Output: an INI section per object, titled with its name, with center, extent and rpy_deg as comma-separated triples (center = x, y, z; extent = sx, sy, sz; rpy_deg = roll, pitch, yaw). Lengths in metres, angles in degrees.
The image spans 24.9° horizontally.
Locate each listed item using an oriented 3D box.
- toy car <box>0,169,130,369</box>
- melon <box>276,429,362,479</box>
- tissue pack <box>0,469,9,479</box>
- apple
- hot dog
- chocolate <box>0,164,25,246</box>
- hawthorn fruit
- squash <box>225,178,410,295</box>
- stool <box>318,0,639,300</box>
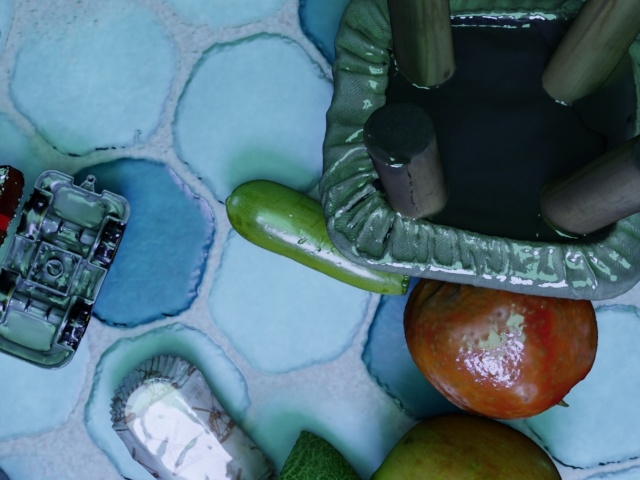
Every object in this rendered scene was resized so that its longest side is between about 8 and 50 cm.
[toy car]
center = -0.256, 0.028, 1.409
extent = 0.097, 0.100, 0.191
rpy_deg = 22, 80, -4
[melon]
center = -0.020, 0.344, 1.421
extent = 0.129, 0.169, 0.265
rpy_deg = 22, 102, 10
[tissue pack]
center = -0.301, 0.406, 1.326
extent = 0.124, 0.394, 0.288
rpy_deg = -30, 99, 5
[apple]
center = 0.137, 0.259, 1.407
extent = 0.196, 0.196, 0.196
rpy_deg = 0, 101, -1
[hot dog]
center = -0.131, 0.204, 1.460
extent = 0.108, 0.059, 0.191
rpy_deg = -36, 102, 8
[chocolate]
center = -0.364, -0.060, 1.395
extent = 0.182, 0.028, 0.086
rpy_deg = 21, 98, 16
[hawthorn fruit]
center = 0.182, 0.095, 1.390
extent = 0.179, 0.179, 0.200
rpy_deg = -31, 116, 5
[squash]
center = 0.000, 0.000, 1.416
extent = 0.201, 0.066, 0.066
rpy_deg = 27, 100, -5
[stool]
center = 0.165, -0.134, 1.258
extent = 0.310, 0.226, 0.310
rpy_deg = 6, 65, -3
